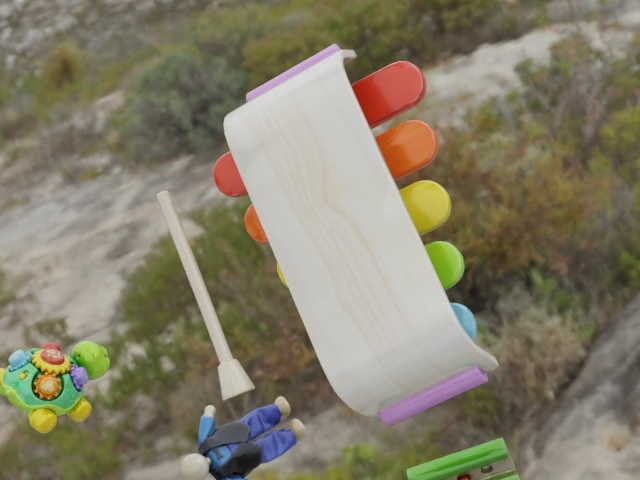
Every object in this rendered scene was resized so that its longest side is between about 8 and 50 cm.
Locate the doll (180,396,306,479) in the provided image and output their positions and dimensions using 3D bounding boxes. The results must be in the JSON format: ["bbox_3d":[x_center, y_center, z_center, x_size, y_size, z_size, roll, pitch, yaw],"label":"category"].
[{"bbox_3d":[-0.111,0.269,1.524,0.189,0.129,0.046,-23,-18,-42],"label":"doll"}]

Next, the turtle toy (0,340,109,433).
[{"bbox_3d":[-0.278,0.143,1.215,0.095,0.066,0.130,34,25,26],"label":"turtle toy"}]

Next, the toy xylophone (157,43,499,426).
[{"bbox_3d":[0.000,0.000,0.955,0.236,0.322,0.081,-19,-10,19],"label":"toy xylophone"}]

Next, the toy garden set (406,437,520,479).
[{"bbox_3d":[0.139,0.338,1.270,0.204,0.244,0.049,-20,39,8],"label":"toy garden set"}]
